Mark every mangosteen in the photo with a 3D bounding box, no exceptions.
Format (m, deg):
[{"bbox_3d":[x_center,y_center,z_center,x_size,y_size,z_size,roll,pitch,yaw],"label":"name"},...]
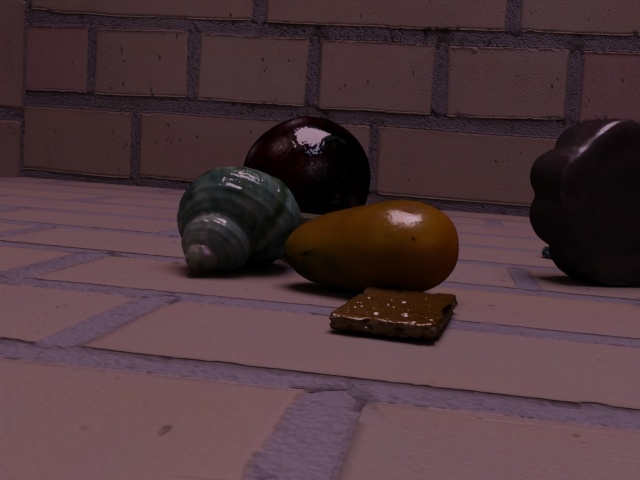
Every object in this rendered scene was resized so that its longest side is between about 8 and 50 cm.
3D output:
[{"bbox_3d":[-0.033,-0.151,1.870,0.297,0.293,0.297,-5,-30,-3],"label":"mangosteen"}]

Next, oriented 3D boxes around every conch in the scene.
[{"bbox_3d":[-0.139,-0.028,1.356,0.220,0.195,0.277,-25,15,31],"label":"conch"}]

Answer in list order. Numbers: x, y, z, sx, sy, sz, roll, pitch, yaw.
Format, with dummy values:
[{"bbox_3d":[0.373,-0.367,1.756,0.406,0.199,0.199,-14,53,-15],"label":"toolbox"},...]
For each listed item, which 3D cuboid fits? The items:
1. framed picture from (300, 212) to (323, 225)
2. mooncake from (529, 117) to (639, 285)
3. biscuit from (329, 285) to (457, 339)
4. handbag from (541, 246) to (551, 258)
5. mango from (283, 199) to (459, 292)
[{"bbox_3d":[0.057,-0.031,1.548,0.289,0.016,0.213,6,4,-26],"label":"framed picture"},{"bbox_3d":[0.520,-0.071,1.513,0.306,0.306,0.154,2,5,-21],"label":"mooncake"},{"bbox_3d":[0.096,0.088,1.030,0.131,0.025,0.231,5,7,16],"label":"biscuit"},{"bbox_3d":[0.670,0.001,1.858,0.268,0.100,0.274,0,7,-41],"label":"handbag"},{"bbox_3d":[0.080,0.011,1.222,0.254,0.139,0.175,0,-7,30],"label":"mango"}]
